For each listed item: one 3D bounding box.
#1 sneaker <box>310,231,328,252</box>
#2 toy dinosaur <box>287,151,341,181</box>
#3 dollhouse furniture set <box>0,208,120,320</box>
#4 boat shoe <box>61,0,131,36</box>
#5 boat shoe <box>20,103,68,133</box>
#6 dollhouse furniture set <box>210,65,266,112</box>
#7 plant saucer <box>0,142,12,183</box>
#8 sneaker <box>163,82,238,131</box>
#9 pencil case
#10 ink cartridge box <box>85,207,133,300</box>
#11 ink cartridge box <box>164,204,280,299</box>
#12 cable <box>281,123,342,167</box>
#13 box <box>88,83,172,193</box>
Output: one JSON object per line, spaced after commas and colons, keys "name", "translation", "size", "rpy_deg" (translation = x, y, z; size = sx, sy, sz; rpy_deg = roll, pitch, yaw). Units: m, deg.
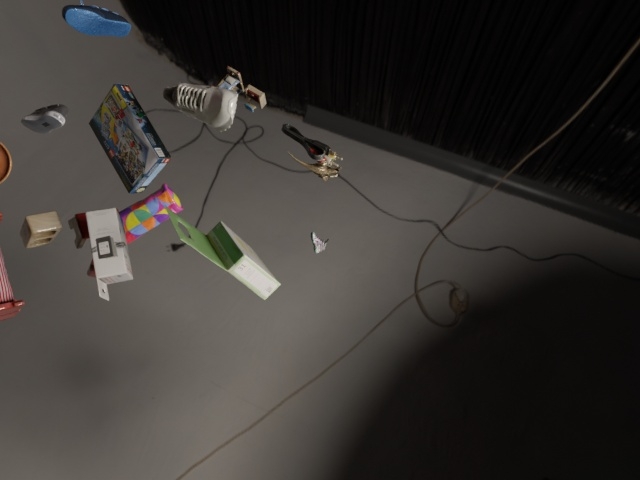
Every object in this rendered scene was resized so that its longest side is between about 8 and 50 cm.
{"name": "sneaker", "translation": [0.000, 0.000, 1.694], "size": [0.069, 0.098, 0.038], "rpy_deg": [-17, 34, -7]}
{"name": "toy dinosaur", "translation": [-0.007, -0.205, 1.203], "size": [0.183, 0.053, 0.093], "rpy_deg": [9, 13, -35]}
{"name": "dollhouse furniture set", "translation": [-0.606, 0.040, 0.923], "size": [0.374, 0.152, 0.201], "rpy_deg": [-16, 84, -45]}
{"name": "boat shoe", "translation": [-0.835, -0.813, 1.546], "size": [0.089, 0.109, 0.258], "rpy_deg": [50, 25, 8]}
{"name": "boat shoe", "translation": [-0.968, -0.438, 1.478], "size": [0.229, 0.080, 0.076], "rpy_deg": [-2, 61, 35]}
{"name": "dollhouse furniture set", "translation": [-0.353, -0.629, 1.810], "size": [0.184, 0.129, 0.129], "rpy_deg": [32, 76, 9]}
{"name": "plant saucer", "translation": [-1.273, -0.297, 1.578], "size": [0.200, 0.037, 0.199], "rpy_deg": [-1, 96, -14]}
{"name": "sneaker", "translation": [-0.258, -0.294, 0.897], "size": [0.235, 0.095, 0.090], "rpy_deg": [22, 97, 48]}
{"name": "pencil case", "translation": [-0.536, -0.075, 1.256], "size": [0.236, 0.104, 0.104], "rpy_deg": [-30, 64, -6]}
{"name": "ink cartridge box", "translation": [-0.451, 0.033, 0.905], "size": [0.060, 0.104, 0.180], "rpy_deg": [-11, 81, -19]}
{"name": "ink cartridge box", "translation": [-0.201, 0.010, 0.866], "size": [0.056, 0.235, 0.171], "rpy_deg": [-44, 39, -3]}
{"name": "cable", "translation": [-0.056, -0.368, 1.652], "size": [0.287, 0.072, 0.139], "rpy_deg": [29, 38, 18]}
{"name": "box", "translation": [-0.501, -0.263, 1.096], "size": [0.233, 0.159, 0.044], "rpy_deg": [58, 32, 6]}
